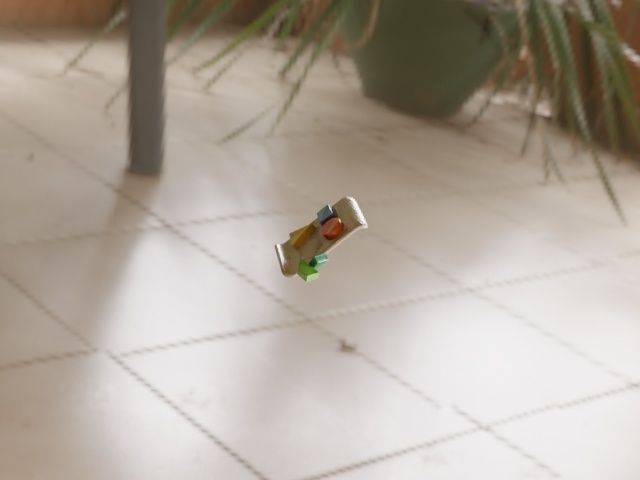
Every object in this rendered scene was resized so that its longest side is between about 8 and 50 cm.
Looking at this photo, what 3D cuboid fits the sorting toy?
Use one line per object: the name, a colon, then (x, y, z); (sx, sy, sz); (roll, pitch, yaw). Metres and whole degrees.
sorting toy: (0.000, 0.000, 0.882); (0.062, 0.012, 0.083); (-33, 21, 5)
